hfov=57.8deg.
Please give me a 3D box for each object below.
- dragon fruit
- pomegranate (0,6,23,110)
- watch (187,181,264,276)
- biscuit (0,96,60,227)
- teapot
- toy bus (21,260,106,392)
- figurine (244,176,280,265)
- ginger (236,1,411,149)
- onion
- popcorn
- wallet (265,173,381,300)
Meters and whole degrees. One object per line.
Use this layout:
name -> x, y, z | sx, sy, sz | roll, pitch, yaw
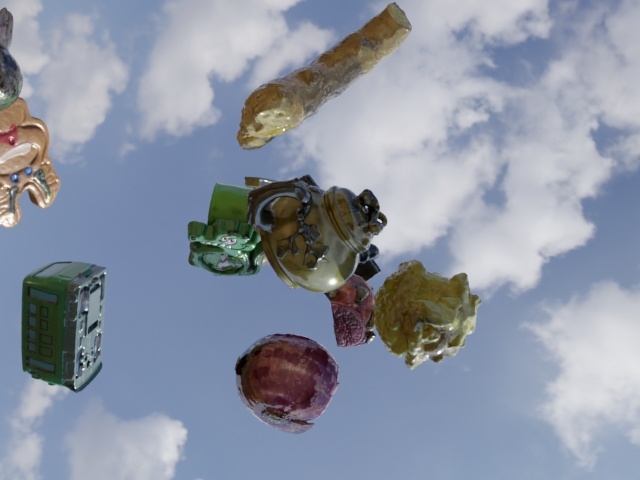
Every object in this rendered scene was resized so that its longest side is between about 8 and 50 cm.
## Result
dragon fruit -> 0.073, 0.130, 1.065 | 0.096, 0.102, 0.147 | 2, -60, 21
pomegranate -> -0.533, -0.280, 0.894 | 0.138, 0.125, 0.163 | 17, -67, 59
watch -> -0.146, -0.030, 0.973 | 0.165, 0.131, 0.152 | 107, -9, -56
biscuit -> -0.709, -0.189, 1.334 | 0.047, 0.202, 0.334 | 23, -49, 24
teapot -> 0.006, -0.022, 0.884 | 0.182, 0.269, 0.173 | -27, -129, 19
toy bus -> -0.723, 0.232, 1.622 | 0.199, 0.183, 0.344 | 10, -74, 3
figurine -> -0.195, -0.056, 1.874 | 0.166, 0.342, 0.285 | 7, -87, 16
ginger -> 0.011, -0.220, 0.766 | 0.298, 0.065, 0.118 | -39, -173, -18
onion -> -0.072, 0.264, 1.110 | 0.207, 0.200, 0.201 | 162, -64, -72
popcorn -> 0.171, 0.114, 0.930 | 0.173, 0.142, 0.174 | -14, -131, 17
wallet -> 0.000, 0.000, 1.493 | 0.169, 0.044, 0.317 | -37, -85, 19
